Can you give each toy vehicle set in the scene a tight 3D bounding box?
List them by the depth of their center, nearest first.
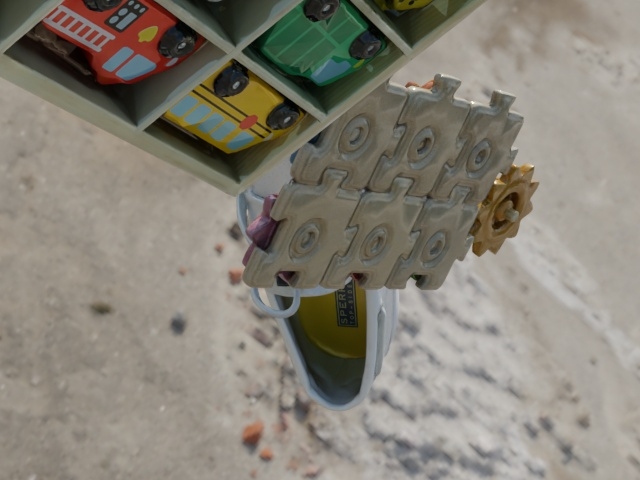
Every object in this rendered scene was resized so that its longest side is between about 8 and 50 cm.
[{"bbox_3d":[-0.034,-0.108,0.427,0.035,0.166,0.267,57,13,24],"label":"toy vehicle set"}]

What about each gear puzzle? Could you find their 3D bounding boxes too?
[{"bbox_3d":[0.073,-0.044,0.953,0.044,0.175,0.339,36,19,34],"label":"gear puzzle"}]

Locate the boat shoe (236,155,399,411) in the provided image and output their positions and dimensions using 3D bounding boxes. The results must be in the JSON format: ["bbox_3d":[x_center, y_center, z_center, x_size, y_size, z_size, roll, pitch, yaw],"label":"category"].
[{"bbox_3d":[-0.008,0.001,1.053,0.136,0.367,0.156,1,38,10],"label":"boat shoe"}]
